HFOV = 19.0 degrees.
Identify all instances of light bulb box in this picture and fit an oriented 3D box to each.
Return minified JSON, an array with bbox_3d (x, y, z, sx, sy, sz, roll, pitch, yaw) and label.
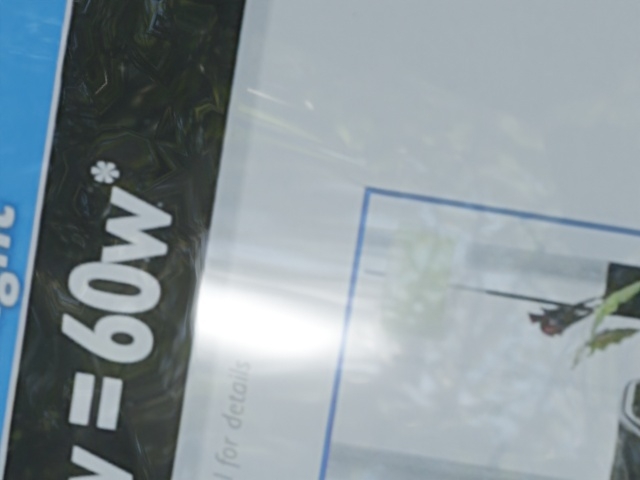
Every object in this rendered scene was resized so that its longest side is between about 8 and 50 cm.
[{"bbox_3d":[0.000,0.000,0.627,0.361,0.358,0.225,9,92,2],"label":"light bulb box"}]
